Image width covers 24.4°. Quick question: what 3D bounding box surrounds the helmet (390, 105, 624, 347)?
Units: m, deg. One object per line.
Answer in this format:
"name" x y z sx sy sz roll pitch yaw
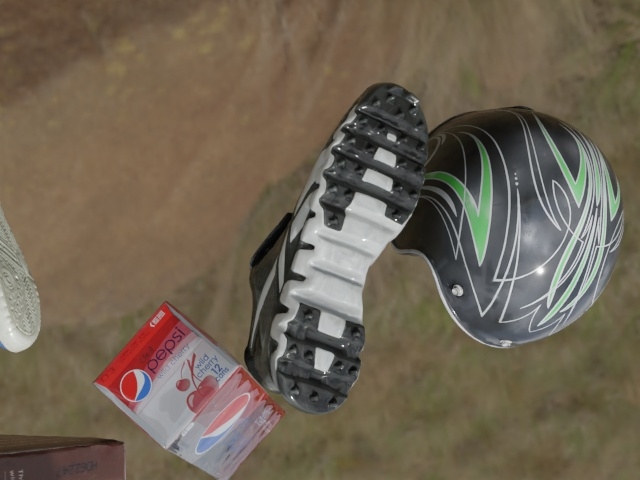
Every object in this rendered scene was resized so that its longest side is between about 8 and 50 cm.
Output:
"helmet" 0.145 -0.011 1.098 0.169 0.161 0.169 -12 119 -24

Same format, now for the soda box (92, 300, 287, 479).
"soda box" -0.103 0.134 1.253 0.092 0.083 0.263 -49 166 -7

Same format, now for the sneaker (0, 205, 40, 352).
"sneaker" -0.254 0.022 1.025 0.084 0.152 0.058 -29 162 12

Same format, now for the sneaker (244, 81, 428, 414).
"sneaker" 0.000 0.000 1.011 0.078 0.234 0.106 24 168 -30

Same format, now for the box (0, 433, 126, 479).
"box" -0.258 0.225 1.028 0.203 0.168 0.167 -6 175 42
